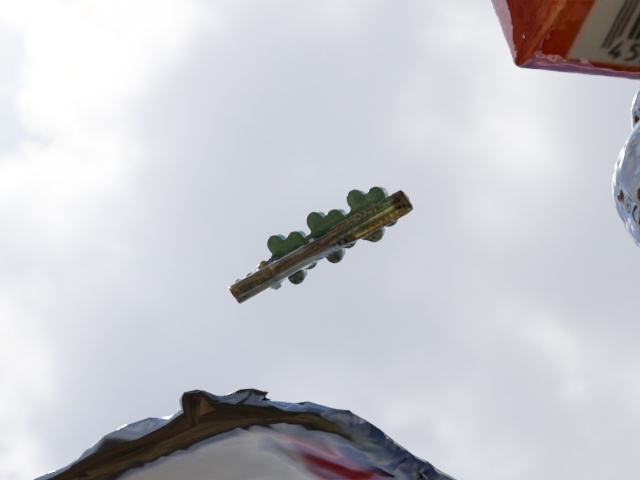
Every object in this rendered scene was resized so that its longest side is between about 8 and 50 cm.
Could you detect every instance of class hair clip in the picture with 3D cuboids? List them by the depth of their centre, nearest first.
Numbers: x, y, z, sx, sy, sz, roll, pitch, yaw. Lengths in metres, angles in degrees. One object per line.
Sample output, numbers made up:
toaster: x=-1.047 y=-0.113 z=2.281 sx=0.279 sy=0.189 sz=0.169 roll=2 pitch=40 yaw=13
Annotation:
hair clip: x=0.000 y=-0.001 z=1.542 sx=0.173 sy=0.049 sz=0.049 roll=-28 pitch=-97 yaw=23

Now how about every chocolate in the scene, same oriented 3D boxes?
chocolate: x=0.225 y=-0.231 z=1.413 sx=0.108 sy=0.237 sz=0.235 roll=120 pitch=-36 yaw=-47

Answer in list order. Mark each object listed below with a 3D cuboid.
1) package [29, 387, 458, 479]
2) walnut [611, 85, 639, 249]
package: x=-0.056 y=0.097 z=0.404 sx=0.232 sy=0.166 sz=0.040 roll=-19 pitch=-135 yaw=25
walnut: x=0.305 y=-0.057 z=1.299 sx=0.224 sy=0.224 sz=0.224 roll=5 pitch=-80 yaw=30
